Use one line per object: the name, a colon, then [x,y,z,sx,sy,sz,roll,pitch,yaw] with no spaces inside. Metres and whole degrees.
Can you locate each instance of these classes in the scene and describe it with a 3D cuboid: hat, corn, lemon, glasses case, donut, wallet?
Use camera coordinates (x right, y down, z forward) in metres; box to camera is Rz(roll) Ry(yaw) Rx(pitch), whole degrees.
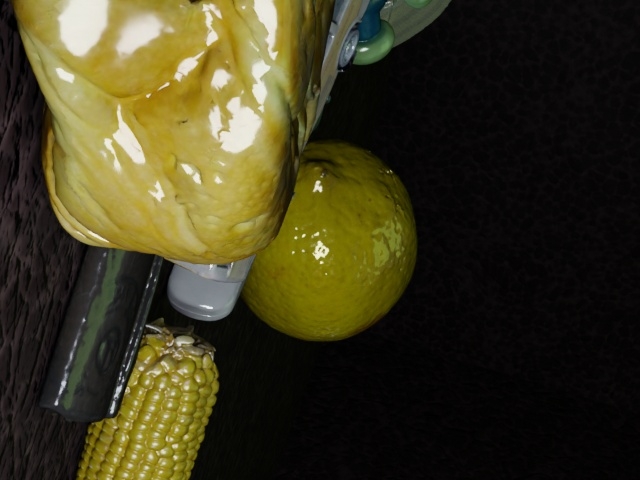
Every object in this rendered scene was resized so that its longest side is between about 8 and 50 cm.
hat: [0.077,-0.385,1.896,0.252,0.252,0.110,95,-29,-67]
corn: [-0.176,0.223,1.168,0.106,0.106,0.305,-8,117,-85]
lemon: [0.001,0.000,1.602,0.267,0.267,0.267,16,90,-85]
glasses case: [-0.106,0.004,1.377,0.049,0.076,0.197,103,6,-50]
donut: [-0.070,-0.157,0.767,0.360,0.170,0.360,12,90,-89]
wallet: [-0.149,-0.008,1.050,0.170,0.044,0.321,62,44,-80]

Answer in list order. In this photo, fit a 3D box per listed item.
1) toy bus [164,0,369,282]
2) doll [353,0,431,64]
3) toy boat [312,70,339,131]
toy bus: [-0.055,-0.129,1.197,0.342,0.097,0.138,-66,166,4]
doll: [0.081,-0.383,1.566,0.322,0.199,0.186,-62,159,-19]
toy boat: [0.002,-0.232,1.827,0.207,0.079,0.134,99,13,-66]
